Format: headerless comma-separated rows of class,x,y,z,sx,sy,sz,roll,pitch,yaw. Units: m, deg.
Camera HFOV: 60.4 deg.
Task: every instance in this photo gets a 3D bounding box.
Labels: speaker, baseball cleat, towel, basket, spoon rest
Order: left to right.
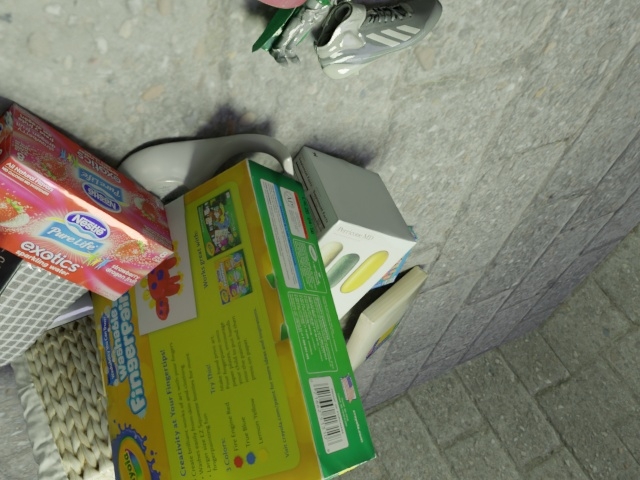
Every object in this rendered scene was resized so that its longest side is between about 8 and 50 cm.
towel,-0.517,0.086,0.830,0.283,0.121,0.235,-38,151,13
speaker,-0.483,0.131,1.003,0.136,0.055,0.055,-21,150,-18
basket,-0.409,0.341,1.123,0.266,0.331,0.328,-25,151,-15
spoon rest,-0.186,-0.115,0.885,0.276,0.084,0.137,-12,147,-6
baseball cleat,0.086,-0.317,0.806,0.206,0.072,0.109,-34,145,-1

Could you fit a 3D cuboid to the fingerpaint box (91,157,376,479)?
fingerpaint box,-0.160,0.162,0.857,0.371,0.445,0.163,-25,159,25

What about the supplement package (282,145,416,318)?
supplement package,0.000,0.000,1.063,0.199,0.198,0.263,14,130,-38

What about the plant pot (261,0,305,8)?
plant pot,-0.020,-0.349,0.551,0.201,0.201,0.180,-5,159,-38

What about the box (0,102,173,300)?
box,-0.340,-0.040,0.741,0.128,0.123,0.257,-37,137,12

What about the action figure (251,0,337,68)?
action figure,0.011,-0.329,0.699,0.232,0.063,0.137,-51,-179,29

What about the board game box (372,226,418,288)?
board game box,0.157,0.060,1.494,0.160,0.047,0.210,-15,148,-25

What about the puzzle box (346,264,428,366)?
puzzle box,0.188,0.276,1.778,0.272,0.052,0.409,-36,157,-33

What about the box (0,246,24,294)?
box,-0.572,0.095,0.592,0.312,0.179,0.343,34,117,-23
